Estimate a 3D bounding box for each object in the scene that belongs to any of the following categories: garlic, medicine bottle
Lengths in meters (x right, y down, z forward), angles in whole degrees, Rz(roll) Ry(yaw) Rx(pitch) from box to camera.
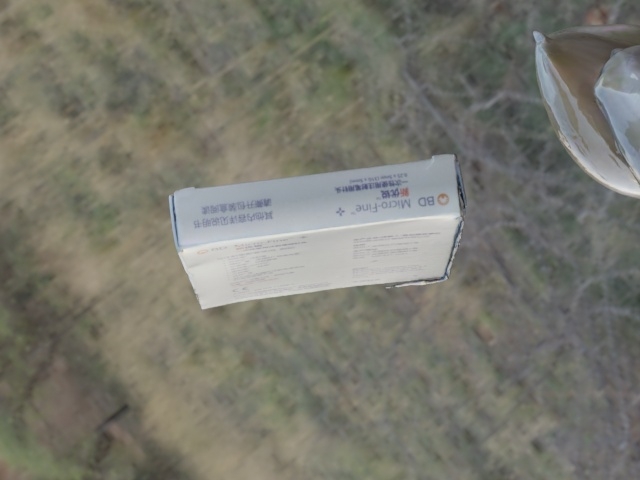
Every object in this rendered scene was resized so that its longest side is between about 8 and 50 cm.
[{"bbox_3d":[0.323,-0.086,1.097,0.279,0.325,0.132,-135,52,-58],"label":"garlic"},{"bbox_3d":[0.000,0.000,0.980,0.171,0.201,0.052,82,180,-73],"label":"medicine bottle"}]
